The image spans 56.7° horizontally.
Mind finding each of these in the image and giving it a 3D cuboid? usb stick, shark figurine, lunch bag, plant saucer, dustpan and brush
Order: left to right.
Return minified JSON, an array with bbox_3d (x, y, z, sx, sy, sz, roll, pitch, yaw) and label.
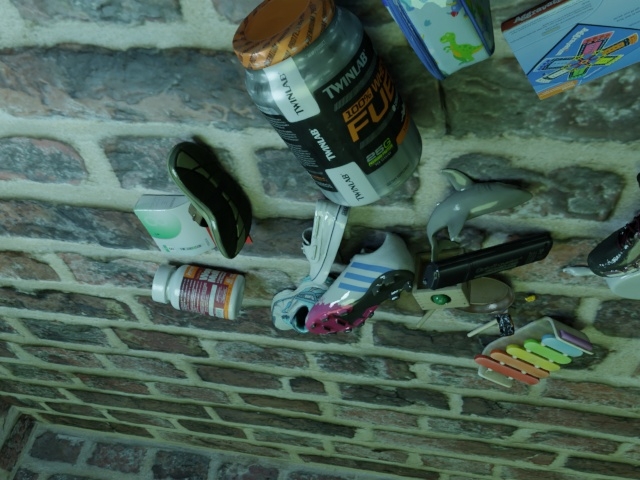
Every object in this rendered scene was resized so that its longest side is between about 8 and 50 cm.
[{"bbox_3d":[0.133,-0.318,0.712,0.090,0.218,0.176,-20,135,29],"label":"lunch bag"},{"bbox_3d":[0.261,-0.028,1.172,0.166,0.116,0.278,24,141,-14],"label":"shark figurine"},{"bbox_3d":[0.375,0.123,1.416,0.169,0.029,0.168,8,144,6],"label":"plant saucer"},{"bbox_3d":[0.339,0.041,1.198,0.278,0.045,0.077,-14,142,-14],"label":"usb stick"},{"bbox_3d":[0.631,0.076,1.260,0.211,0.060,0.147,-6,146,13],"label":"dustpan and brush"}]

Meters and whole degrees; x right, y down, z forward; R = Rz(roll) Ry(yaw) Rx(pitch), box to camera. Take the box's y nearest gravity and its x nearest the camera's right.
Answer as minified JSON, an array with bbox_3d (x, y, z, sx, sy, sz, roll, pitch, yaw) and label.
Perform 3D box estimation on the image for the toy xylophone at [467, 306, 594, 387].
[{"bbox_3d":[0.525,0.281,1.546,0.236,0.081,0.322,19,144,-9],"label":"toy xylophone"}]

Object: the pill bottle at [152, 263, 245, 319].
[{"bbox_3d":[-0.318,0.130,1.558,0.221,0.121,0.121,11,145,2],"label":"pill bottle"}]

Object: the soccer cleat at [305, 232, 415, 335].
[{"bbox_3d":[0.088,0.106,1.372,0.116,0.143,0.331,24,135,-35],"label":"soccer cleat"}]

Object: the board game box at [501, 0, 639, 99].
[{"bbox_3d":[0.412,-0.302,0.814,0.281,0.027,0.145,-18,134,35],"label":"board game box"}]

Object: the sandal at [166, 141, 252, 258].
[{"bbox_3d":[-0.236,-0.087,1.256,0.086,0.120,0.302,8,140,35],"label":"sandal"}]

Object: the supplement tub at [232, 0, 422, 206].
[{"bbox_3d":[0.015,-0.215,0.913,0.194,0.193,0.316,-11,139,29],"label":"supplement tub"}]

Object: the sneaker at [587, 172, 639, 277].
[{"bbox_3d":[0.580,-0.050,1.067,0.163,0.106,0.281,37,128,-23],"label":"sneaker"}]

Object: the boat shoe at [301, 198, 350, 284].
[{"bbox_3d":[0.000,0.000,1.320,0.084,0.095,0.258,18,134,0],"label":"boat shoe"}]

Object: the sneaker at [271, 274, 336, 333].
[{"bbox_3d":[-0.062,0.190,1.562,0.110,0.122,0.283,25,143,-16],"label":"sneaker"}]

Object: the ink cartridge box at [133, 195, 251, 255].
[{"bbox_3d":[-0.295,-0.031,1.388,0.225,0.056,0.181,3,144,16],"label":"ink cartridge box"}]

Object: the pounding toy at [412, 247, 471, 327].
[{"bbox_3d":[0.268,0.108,1.331,0.130,0.141,0.100,-8,140,27],"label":"pounding toy"}]

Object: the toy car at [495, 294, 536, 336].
[{"bbox_3d":[0.478,0.181,1.421,0.122,0.060,0.041,-38,163,26],"label":"toy car"}]
